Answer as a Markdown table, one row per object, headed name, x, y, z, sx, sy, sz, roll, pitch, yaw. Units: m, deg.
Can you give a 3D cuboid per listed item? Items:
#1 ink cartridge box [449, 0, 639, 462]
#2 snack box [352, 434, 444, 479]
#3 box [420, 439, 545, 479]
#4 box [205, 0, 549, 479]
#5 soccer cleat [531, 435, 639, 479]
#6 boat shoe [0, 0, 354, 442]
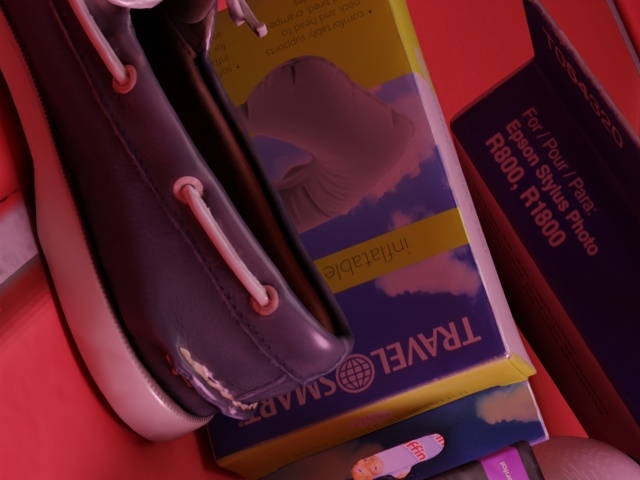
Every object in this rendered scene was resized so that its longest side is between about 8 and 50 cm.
| name | x | y | z | sx | sy | sz | roll | pitch | yaw |
| --- | --- | --- | --- | --- | --- | --- | --- | --- | --- |
| ink cartridge box | 0.174 | 0.080 | 0.949 | 0.324 | 0.071 | 0.330 | 60 | 0 | 28 |
| snack box | 0.031 | 0.075 | 0.723 | 0.178 | 0.064 | 0.022 | 58 | 17 | -29 |
| box | 0.025 | 0.134 | 0.549 | 0.162 | 0.029 | 0.116 | -12 | 76 | -44 |
| box | 0.000 | 0.000 | 0.645 | 0.042 | 0.109 | 0.178 | 39 | 31 | -66 |
| soccer cleat | 0.151 | 0.247 | 0.825 | 0.331 | 0.116 | 0.143 | 62 | 24 | 4 |
| boat shoe | -0.062 | -0.066 | 0.588 | 0.095 | 0.079 | 0.255 | 19 | 50 | -69 |
